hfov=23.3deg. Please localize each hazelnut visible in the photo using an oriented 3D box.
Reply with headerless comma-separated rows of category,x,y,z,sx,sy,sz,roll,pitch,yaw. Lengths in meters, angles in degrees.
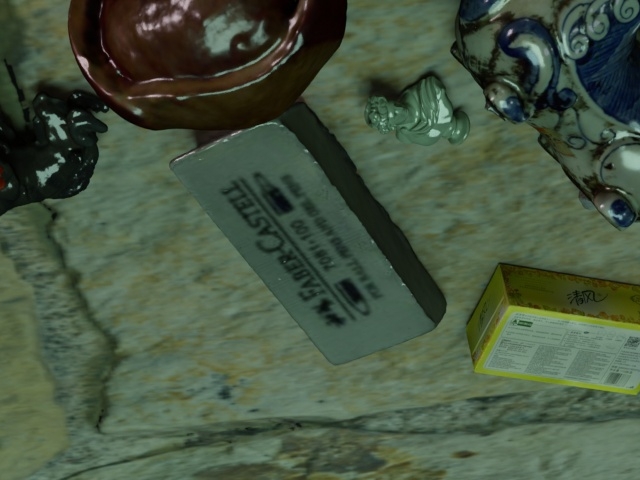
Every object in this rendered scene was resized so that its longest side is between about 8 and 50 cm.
hazelnut,-0.082,-0.162,1.133,0.202,0.170,0.160,-13,135,-8

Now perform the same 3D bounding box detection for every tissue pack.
tissue pack,0.239,0.086,1.498,0.176,0.062,0.095,9,131,-14

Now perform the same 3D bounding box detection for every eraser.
eraser,0.000,0.001,1.375,0.111,0.077,0.352,-23,133,16

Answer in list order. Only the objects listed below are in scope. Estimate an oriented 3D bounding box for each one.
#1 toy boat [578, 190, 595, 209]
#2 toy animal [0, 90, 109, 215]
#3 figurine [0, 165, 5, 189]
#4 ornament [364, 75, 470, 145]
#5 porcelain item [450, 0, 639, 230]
toy boat,0.301,-0.043,1.403,0.122,0.034,0.096,24,129,-38
toy animal,-0.285,-0.052,1.287,0.233,0.084,0.148,-35,130,22
figurine,-0.352,-0.104,1.153,0.138,0.110,0.245,-30,97,12
ornament,0.080,-0.105,1.304,0.092,0.041,0.068,-9,142,-10
porcelain item,0.232,-0.140,1.236,0.186,0.138,0.288,-43,122,10
